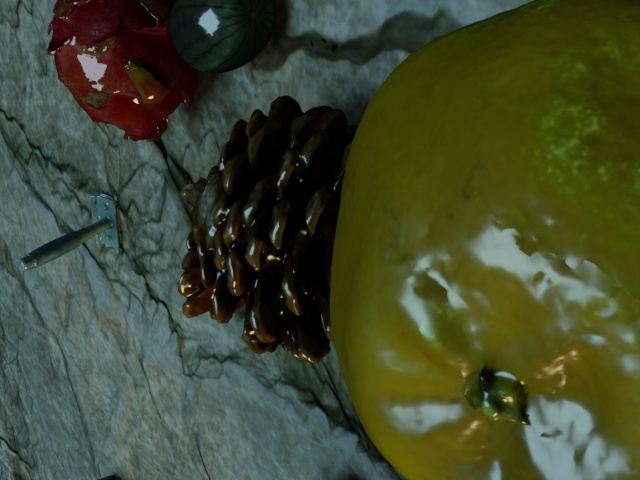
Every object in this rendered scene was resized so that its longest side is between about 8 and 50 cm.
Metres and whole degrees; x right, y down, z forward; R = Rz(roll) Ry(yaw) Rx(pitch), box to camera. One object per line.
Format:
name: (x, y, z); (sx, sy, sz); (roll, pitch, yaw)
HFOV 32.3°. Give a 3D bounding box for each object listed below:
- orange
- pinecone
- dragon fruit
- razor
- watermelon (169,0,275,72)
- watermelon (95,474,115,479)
orange: (0.130, 0.019, 0.528); (0.279, 0.235, 0.279); (22, 123, 38)
pinecone: (-0.001, 0.001, 0.776); (0.212, 0.169, 0.185); (31, 126, 46)
dragon fruit: (-0.168, -0.159, 0.976); (0.133, 0.136, 0.165); (32, 143, 46)
razor: (-0.279, 0.003, 1.220); (0.040, 0.135, 0.068); (15, 121, 31)
watermelon: (-0.082, -0.175, 0.889); (0.111, 0.078, 0.078); (-17, 92, 58)
watermelon: (-0.292, 0.460, 1.472); (0.176, 0.256, 0.260); (23, 132, -8)
